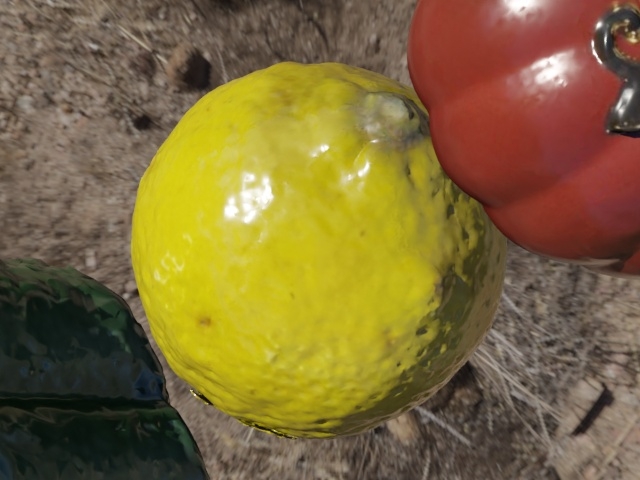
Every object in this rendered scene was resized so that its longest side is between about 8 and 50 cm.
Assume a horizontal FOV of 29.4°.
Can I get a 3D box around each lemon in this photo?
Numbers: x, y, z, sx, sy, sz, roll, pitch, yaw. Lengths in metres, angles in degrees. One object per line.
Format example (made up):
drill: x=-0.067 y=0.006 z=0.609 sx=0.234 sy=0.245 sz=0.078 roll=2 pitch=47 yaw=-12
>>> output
lemon: x=0.000 y=0.000 z=1.126 sx=0.350 sy=0.387 sz=0.349 roll=8 pitch=52 yaw=-10

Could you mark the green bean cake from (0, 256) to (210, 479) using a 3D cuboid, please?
green bean cake: x=-0.173 y=0.189 z=0.435 sx=0.308 sy=0.169 sz=0.300 roll=-35 pitch=68 yaw=24

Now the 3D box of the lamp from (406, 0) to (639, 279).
lamp: x=0.146 y=-0.092 z=0.600 sx=0.227 sy=0.227 sz=0.226 roll=0 pitch=90 yaw=1
